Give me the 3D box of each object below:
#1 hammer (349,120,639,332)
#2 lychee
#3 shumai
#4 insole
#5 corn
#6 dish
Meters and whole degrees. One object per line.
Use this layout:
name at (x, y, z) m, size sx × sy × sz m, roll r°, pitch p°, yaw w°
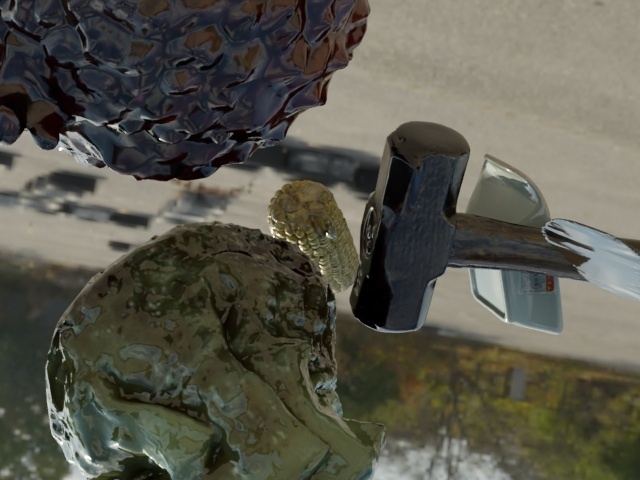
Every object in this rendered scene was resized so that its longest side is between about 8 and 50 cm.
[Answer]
hammer at (0.246, 0.010, 1.349) m, size 0.409 × 0.242 × 0.095 m, roll 8°, pitch -151°, yaw -12°
lychee at (-0.169, -0.249, 1.061) m, size 0.424 × 0.500 × 0.424 m, roll 30°, pitch 151°, yaw 19°
shumai at (-0.077, 0.194, 1.246) m, size 0.395 × 0.395 × 0.348 m, roll 13°, pitch -163°, yaw -45°
insole at (0.290, 0.023, 1.193) m, size 0.111 × 0.007 × 0.328 m, roll 22°, pitch 175°, yaw 24°
corn at (0.000, 0.000, 1.614) m, size 0.106 × 0.106 × 0.293 m, roll 7°, pitch 163°, yaw 16°
dish at (0.230, 0.006, 1.466) m, size 0.064 × 0.234 × 0.154 m, roll -20°, pitch -152°, yaw -17°
